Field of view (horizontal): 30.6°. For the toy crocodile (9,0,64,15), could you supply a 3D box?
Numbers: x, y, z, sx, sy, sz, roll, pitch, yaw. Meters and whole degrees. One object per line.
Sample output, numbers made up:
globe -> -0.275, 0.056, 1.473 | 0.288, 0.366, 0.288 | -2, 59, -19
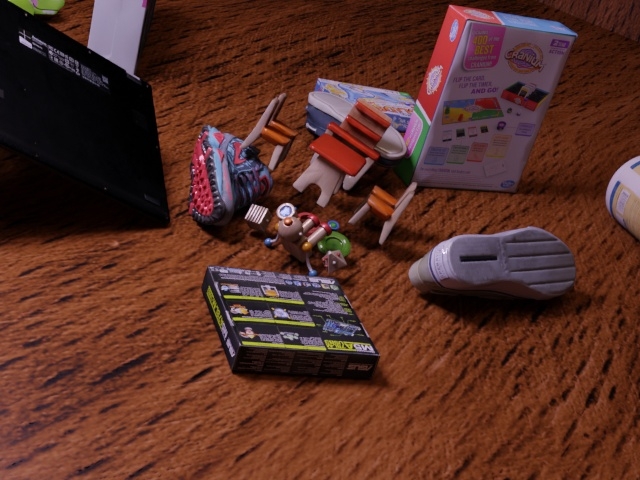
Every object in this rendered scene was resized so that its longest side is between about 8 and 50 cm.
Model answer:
toy crocodile -> -0.636, -0.463, 2.156 | 0.340, 0.105, 0.115 | -3, 33, -37

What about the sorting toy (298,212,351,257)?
sorting toy -> 0.000, 0.000, 1.732 | 0.102, 0.042, 0.061 | 41, 48, 18

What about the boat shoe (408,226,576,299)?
boat shoe -> 0.260, 0.036, 1.747 | 0.302, 0.109, 0.094 | 6, -15, -39

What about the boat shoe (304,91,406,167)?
boat shoe -> 0.055, -0.182, 2.068 | 0.095, 0.079, 0.254 | -11, 36, -41

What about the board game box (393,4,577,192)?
board game box -> 0.287, -0.240, 2.056 | 0.242, 0.316, 0.064 | 3, 30, -29

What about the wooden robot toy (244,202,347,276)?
wooden robot toy -> -0.037, -0.019, 1.661 | 0.173, 0.079, 0.076 | 34, 74, 30

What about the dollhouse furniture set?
dollhouse furniture set -> 0.036, -0.142, 1.842 | 0.262, 0.135, 0.259 | 34, 15, 0

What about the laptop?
laptop -> -0.450, -0.201, 1.683 | 0.382, 0.236, 0.408 | 27, 40, -47

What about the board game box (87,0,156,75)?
board game box -> -0.358, -0.454, 2.178 | 0.097, 0.224, 0.303 | 12, 27, -9

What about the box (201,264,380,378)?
box -> -0.041, 0.103, 1.492 | 0.190, 0.045, 0.184 | 6, 31, -24

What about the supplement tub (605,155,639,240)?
supplement tub -> 0.619, -0.050, 2.086 | 0.144, 0.144, 0.200 | 3, 30, -27

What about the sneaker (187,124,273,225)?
sneaker -> -0.127, -0.098, 1.765 | 0.125, 0.104, 0.262 | 14, 26, -12

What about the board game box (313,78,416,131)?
board game box -> 0.101, -0.263, 2.302 | 0.201, 0.035, 0.136 | 6, 28, -23
